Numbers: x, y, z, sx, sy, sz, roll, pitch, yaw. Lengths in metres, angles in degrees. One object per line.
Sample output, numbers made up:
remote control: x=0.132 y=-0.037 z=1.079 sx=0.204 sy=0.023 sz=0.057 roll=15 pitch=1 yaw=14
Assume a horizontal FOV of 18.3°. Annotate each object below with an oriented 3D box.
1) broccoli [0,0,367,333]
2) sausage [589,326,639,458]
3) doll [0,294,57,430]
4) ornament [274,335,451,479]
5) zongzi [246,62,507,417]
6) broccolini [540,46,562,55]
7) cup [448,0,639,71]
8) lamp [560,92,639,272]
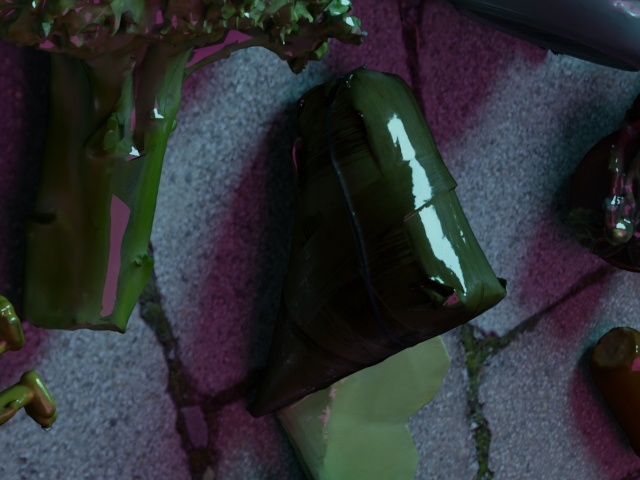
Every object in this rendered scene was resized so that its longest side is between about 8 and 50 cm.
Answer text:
broccoli: x=-0.171 y=-0.136 z=1.507 sx=0.353 sy=0.275 sz=0.397 roll=40 pitch=97 yaw=-25
sausage: x=0.349 y=0.171 z=2.141 sx=0.076 sy=0.076 sz=0.197 roll=-49 pitch=130 yaw=-19
doll: x=-0.369 y=0.176 z=1.479 sx=0.365 sy=0.094 sz=0.160 roll=-35 pitch=122 yaw=-30
ornament: x=0.028 y=0.168 z=1.864 sx=0.180 sy=0.059 sz=0.201 roll=8 pitch=101 yaw=-40
zongzi: x=0.000 y=0.000 z=1.764 sx=0.125 sy=0.274 sz=0.251 roll=0 pitch=65 yaw=-54
broccolini: x=0.284 y=-0.283 z=1.970 sx=0.057 sy=0.071 sz=0.254 roll=40 pitch=63 yaw=0
cup: x=0.275 y=-0.296 z=1.800 sx=0.357 sy=0.259 sz=0.274 roll=18 pitch=93 yaw=-50
lamp: x=0.347 y=-0.041 z=2.017 sx=0.223 sy=0.151 sz=0.215 roll=-37 pitch=130 yaw=-30
